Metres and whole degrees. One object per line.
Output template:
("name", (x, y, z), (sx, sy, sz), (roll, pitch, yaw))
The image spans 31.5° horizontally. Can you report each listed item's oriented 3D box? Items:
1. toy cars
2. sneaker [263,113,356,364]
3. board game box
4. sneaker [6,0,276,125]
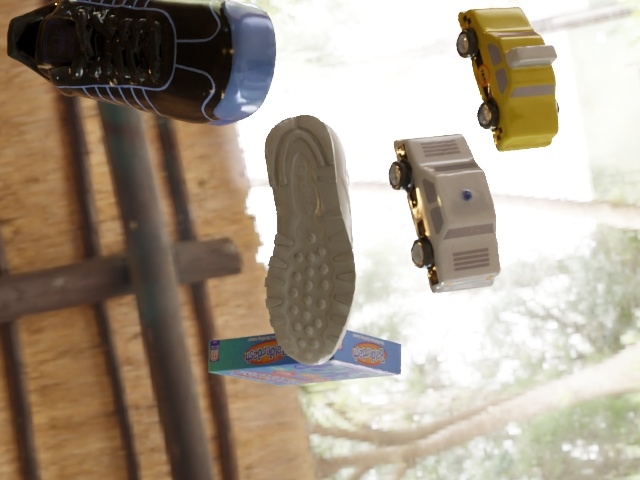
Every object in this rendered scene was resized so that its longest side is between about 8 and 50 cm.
("toy cars", (0.192, -0.124, 1.304), (0.394, 0.176, 0.087), (-63, 11, -27))
("sneaker", (0.000, 0.000, 1.079), (0.095, 0.090, 0.235), (13, -103, -76))
("board game box", (-0.021, 0.158, 1.522), (0.160, 0.210, 0.047), (19, -113, -50))
("sneaker", (-0.120, -0.117, 0.716), (0.090, 0.232, 0.082), (-1, -82, -36))
